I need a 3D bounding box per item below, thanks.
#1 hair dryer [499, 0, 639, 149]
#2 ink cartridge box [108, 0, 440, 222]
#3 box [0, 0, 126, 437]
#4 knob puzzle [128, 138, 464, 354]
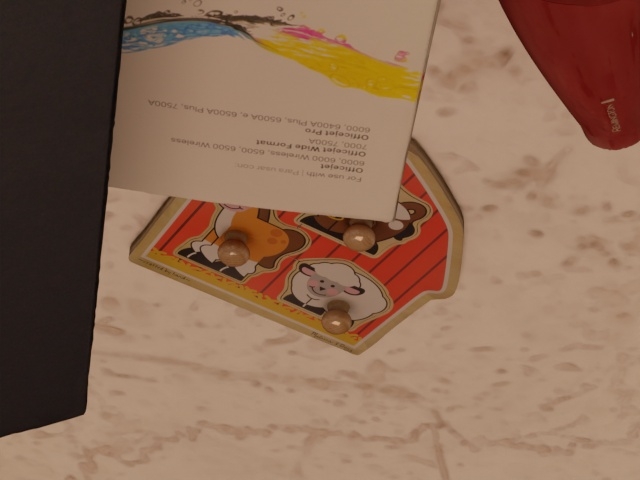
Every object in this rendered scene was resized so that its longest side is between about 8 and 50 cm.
[{"bbox_3d":[0.183,-0.139,0.854,0.224,0.080,0.293,19,141,-13],"label":"hair dryer"},{"bbox_3d":[-0.027,-0.149,0.805,0.168,0.171,0.232,8,141,-1],"label":"ink cartridge box"},{"bbox_3d":[-0.214,-0.122,0.725,0.179,0.312,0.343,-14,146,-21],"label":"box"},{"bbox_3d":[0.000,0.000,1.102,0.213,0.030,0.213,5,141,4],"label":"knob puzzle"}]
